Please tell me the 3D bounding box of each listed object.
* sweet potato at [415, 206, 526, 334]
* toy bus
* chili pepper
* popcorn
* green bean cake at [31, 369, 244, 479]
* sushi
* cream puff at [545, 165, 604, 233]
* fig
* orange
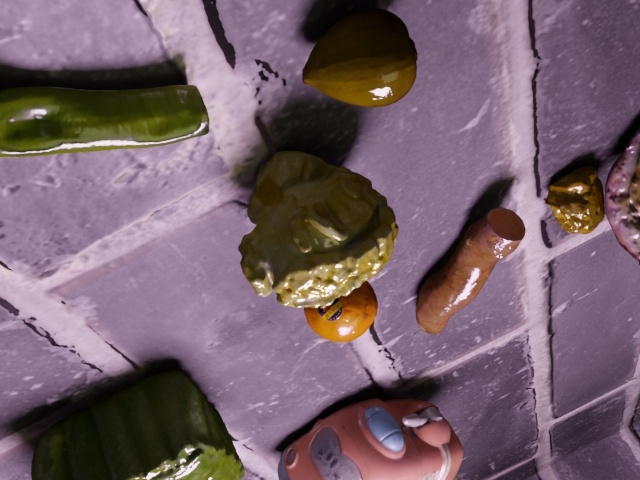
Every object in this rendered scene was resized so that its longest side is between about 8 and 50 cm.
[{"bbox_3d":[0.164,0.052,1.117,0.067,0.059,0.281,-51,174,-39],"label":"sweet potato"},{"bbox_3d":[0.093,0.351,1.429,0.288,0.194,0.232,2,133,-42],"label":"toy bus"},{"bbox_3d":[-0.170,-0.081,0.621,0.202,0.050,0.052,-9,131,-35],"label":"chili pepper"},{"bbox_3d":[0.000,0.000,0.808,0.135,0.141,0.162,2,124,14],"label":"popcorn"},{"bbox_3d":[-0.216,0.268,1.083,0.222,0.125,0.248,-23,152,-6],"label":"green bean cake"},{"bbox_3d":[0.399,-0.082,1.023,0.107,0.241,0.161,-19,-168,-40],"label":"sushi"},{"bbox_3d":[0.300,-0.048,1.074,0.058,0.083,0.083,8,-169,39],"label":"cream puff"},{"bbox_3d":[0.029,-0.133,0.680,0.088,0.074,0.074,-9,154,11],"label":"fig"},{"bbox_3d":[0.023,0.072,1.005,0.083,0.083,0.083,-20,151,-12],"label":"orange"}]
